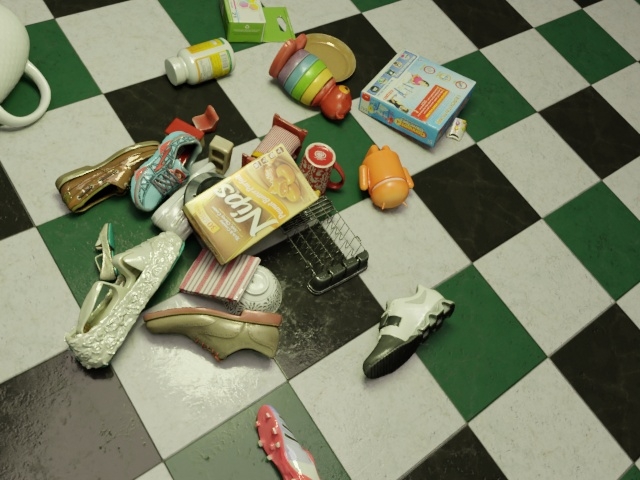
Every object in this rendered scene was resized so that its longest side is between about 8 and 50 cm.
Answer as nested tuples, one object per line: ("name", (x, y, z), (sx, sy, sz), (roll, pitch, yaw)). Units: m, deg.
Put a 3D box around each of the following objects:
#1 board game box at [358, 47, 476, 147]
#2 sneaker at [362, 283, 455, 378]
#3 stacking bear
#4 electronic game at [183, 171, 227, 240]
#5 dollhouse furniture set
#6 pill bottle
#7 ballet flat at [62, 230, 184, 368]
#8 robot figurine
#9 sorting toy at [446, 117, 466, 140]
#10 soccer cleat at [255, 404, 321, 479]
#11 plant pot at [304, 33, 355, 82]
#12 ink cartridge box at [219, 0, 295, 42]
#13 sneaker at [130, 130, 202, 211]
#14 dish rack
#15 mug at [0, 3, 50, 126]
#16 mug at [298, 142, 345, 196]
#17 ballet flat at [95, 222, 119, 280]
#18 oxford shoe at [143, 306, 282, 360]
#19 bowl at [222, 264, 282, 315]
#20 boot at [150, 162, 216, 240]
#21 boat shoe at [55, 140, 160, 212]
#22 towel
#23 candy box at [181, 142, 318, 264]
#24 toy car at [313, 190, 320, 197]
("board game box", (0.340, -0.507, 2.001), (0.301, 0.086, 0.308), (31, 58, 15))
("sneaker", (0.210, 0.243, 1.572), (0.330, 0.123, 0.146), (-35, 57, -27))
("stacking bear", (-0.016, -0.522, 1.905), (0.289, 0.164, 0.175), (41, 33, -3))
("electronic game", (-0.284, -0.083, 1.598), (0.229, 0.048, 0.230), (24, 56, -41))
("dollhouse furniture set", (-0.257, -0.307, 1.720), (0.373, 0.152, 0.201), (28, 58, 2))
("pill bottle", (-0.393, -0.576, 1.857), (0.208, 0.118, 0.118), (-28, 72, -26))
("ballet flat", (-0.481, 0.116, 1.408), (0.146, 0.147, 0.409), (25, 61, 0))
("robot figurine", (0.202, -0.194, 1.795), (0.158, 0.128, 0.220), (25, 44, -53))
("sorting toy", (0.482, -0.395, 2.037), (0.083, 0.045, 0.075), (16, 78, -5))
("soccer cleat", (-0.073, 0.507, 1.368), (0.095, 0.083, 0.248), (-1, 52, -49))
("plant pot", (0.010, -0.649, 2.054), (0.236, 0.032, 0.237), (6, 61, -12))
("ink cartridge box", (-0.221, -0.812, 2.046), (0.255, 0.097, 0.189), (-7, 64, -17))
("sneaker", (-0.423, -0.191, 1.574), (0.125, 0.104, 0.262), (17, 73, 42))
("dish rack", (0.000, 0.000, 1.667), (0.208, 0.074, 0.272), (-25, 69, -27))
("mug", (-0.943, -0.479, 1.596), (0.374, 0.276, 0.328), (41, 46, -26))
("mug", (-0.003, -0.213, 1.725), (0.150, 0.169, 0.113), (-20, 67, -23))
("ballet flat", (-0.571, 0.028, 1.509), (0.052, 0.057, 0.168), (-12, 64, -10))
("oxford shoe", (-0.273, 0.237, 1.435), (0.347, 0.123, 0.130), (3, 79, -4))
("bowl", (-0.181, 0.127, 1.541), (0.169, 0.080, 0.170), (6, 61, -11))
("boot", (-0.354, -0.103, 1.630), (0.123, 0.095, 0.258), (41, 62, -5))
("boat shoe", (-0.571, -0.173, 1.599), (0.307, 0.111, 0.105), (-30, 76, -17))
("towel", (-0.267, 0.092, 1.516), (0.196, 0.029, 0.144), (8, 53, 26))
("candy box", (-0.184, -0.097, 1.520), (0.316, 0.087, 0.183), (-36, 95, -21))
("toy car", (-0.065, -0.145, 1.684), (0.121, 0.060, 0.041), (-1, 46, 7))
